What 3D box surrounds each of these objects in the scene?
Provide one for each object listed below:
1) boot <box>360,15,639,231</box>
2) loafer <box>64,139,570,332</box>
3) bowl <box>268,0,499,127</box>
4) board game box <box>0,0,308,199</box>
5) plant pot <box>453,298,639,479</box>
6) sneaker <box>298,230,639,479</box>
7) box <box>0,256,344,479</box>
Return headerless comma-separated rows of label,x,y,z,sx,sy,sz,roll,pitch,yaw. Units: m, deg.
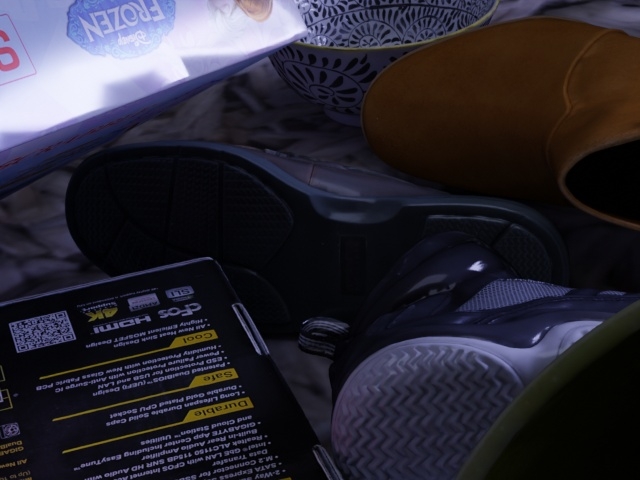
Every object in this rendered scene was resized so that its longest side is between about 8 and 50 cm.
boot,0.136,-0.056,0.789,0.295,0.104,0.211,0,15,19
loafer,0.000,0.000,0.803,0.267,0.096,0.084,10,12,10
bowl,0.036,-0.126,1.004,0.170,0.080,0.170,-4,30,2
board game box,-0.214,-0.029,0.683,0.318,0.066,0.318,-23,5,36
plant pot,0.204,0.099,0.456,0.274,0.275,0.293,10,16,23
sneaker,0.123,0.050,0.667,0.268,0.101,0.153,-2,20,-14
box,-0.156,0.127,0.596,0.322,0.079,0.257,-13,33,-15
